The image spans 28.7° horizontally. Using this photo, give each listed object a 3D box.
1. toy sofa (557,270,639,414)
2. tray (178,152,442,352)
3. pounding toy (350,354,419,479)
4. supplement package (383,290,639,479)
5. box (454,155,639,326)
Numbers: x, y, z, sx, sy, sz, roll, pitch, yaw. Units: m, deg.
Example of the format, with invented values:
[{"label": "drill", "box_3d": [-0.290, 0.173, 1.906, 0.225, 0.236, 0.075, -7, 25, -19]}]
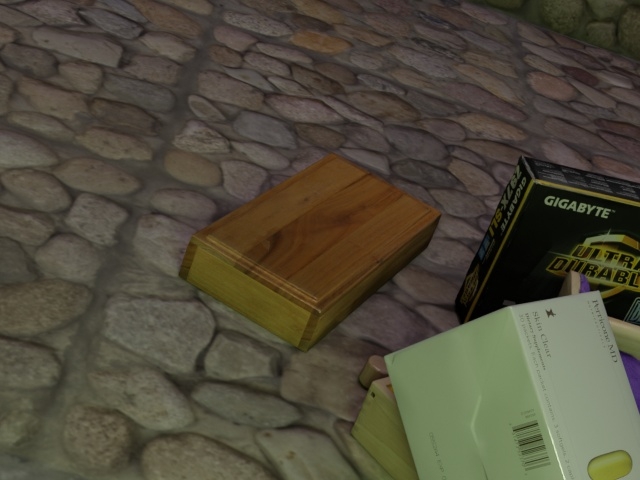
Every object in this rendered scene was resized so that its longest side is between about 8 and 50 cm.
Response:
[{"label": "toy sofa", "box_3d": [0.359, 0.206, 1.553, 0.150, 0.177, 0.362, 18, 28, -5]}, {"label": "tray", "box_3d": [0.000, 0.000, 1.773, 0.203, 0.076, 0.411, 30, 31, 16]}, {"label": "pounding toy", "box_3d": [0.127, 0.192, 1.509, 0.181, 0.094, 0.206, -10, 42, -43]}, {"label": "supplement package", "box_3d": [0.215, 0.210, 1.310, 0.145, 0.204, 0.262, -7, 76, -40]}, {"label": "box", "box_3d": [0.383, 0.037, 1.769, 0.322, 0.257, 0.079, 12, 31, -17]}]
